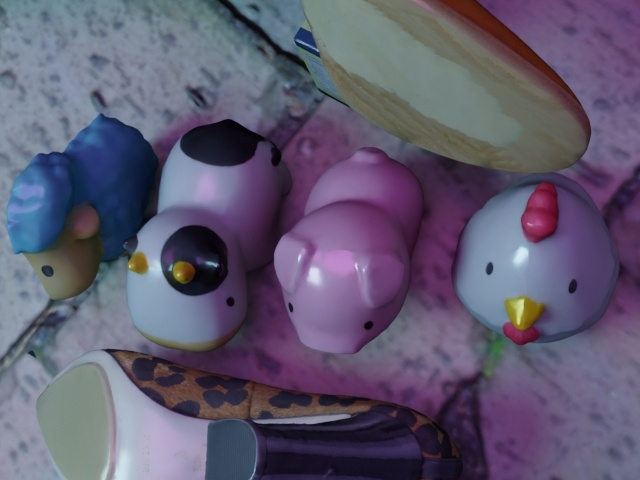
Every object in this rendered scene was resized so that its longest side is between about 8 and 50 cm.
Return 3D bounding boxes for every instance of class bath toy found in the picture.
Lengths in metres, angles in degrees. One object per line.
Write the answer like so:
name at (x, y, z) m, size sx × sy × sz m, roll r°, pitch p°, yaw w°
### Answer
bath toy at (0.000, 0.000, 0.572) m, size 0.348 × 0.129 × 0.151 m, roll 6°, pitch 77°, yaw 12°

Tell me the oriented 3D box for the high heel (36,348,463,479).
high heel at (-0.050, 0.125, 0.592) m, size 0.261 × 0.186 × 0.093 m, roll 0°, pitch 79°, yaw 47°

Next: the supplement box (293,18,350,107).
supplement box at (0.035, -0.134, 0.621) m, size 0.056 × 0.083 × 0.083 m, roll 30°, pitch 84°, yaw 17°

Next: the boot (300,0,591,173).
boot at (0.047, -0.182, 0.538) m, size 0.295 × 0.104 × 0.211 m, roll 30°, pitch 60°, yaw 4°
